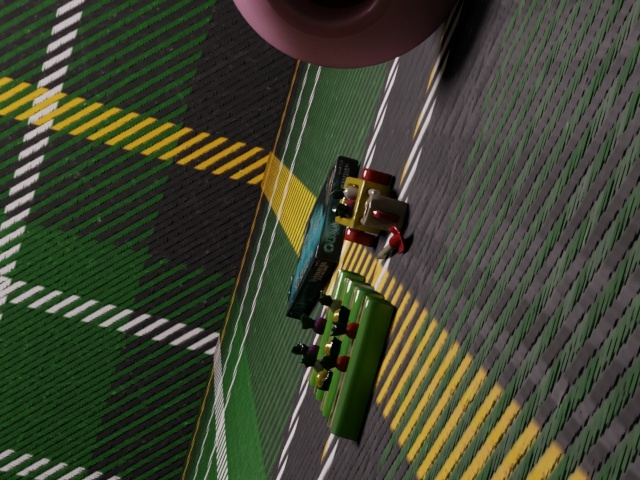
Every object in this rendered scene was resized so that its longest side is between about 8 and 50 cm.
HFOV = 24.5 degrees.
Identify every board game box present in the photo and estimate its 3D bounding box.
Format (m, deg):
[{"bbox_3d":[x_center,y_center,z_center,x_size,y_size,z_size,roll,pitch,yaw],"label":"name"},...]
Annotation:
[{"bbox_3d":[0.000,0.000,1.642,0.186,0.026,0.126,118,166,-64],"label":"board game box"}]

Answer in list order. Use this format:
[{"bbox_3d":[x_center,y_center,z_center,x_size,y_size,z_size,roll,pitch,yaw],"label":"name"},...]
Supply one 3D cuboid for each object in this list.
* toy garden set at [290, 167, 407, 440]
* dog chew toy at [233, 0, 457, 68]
[{"bbox_3d":[0.021,0.040,1.230,0.244,0.049,0.203,-139,65,-83],"label":"toy garden set"},{"bbox_3d":[0.034,-0.278,1.269,0.332,0.207,0.206,-68,-3,-61],"label":"dog chew toy"}]
